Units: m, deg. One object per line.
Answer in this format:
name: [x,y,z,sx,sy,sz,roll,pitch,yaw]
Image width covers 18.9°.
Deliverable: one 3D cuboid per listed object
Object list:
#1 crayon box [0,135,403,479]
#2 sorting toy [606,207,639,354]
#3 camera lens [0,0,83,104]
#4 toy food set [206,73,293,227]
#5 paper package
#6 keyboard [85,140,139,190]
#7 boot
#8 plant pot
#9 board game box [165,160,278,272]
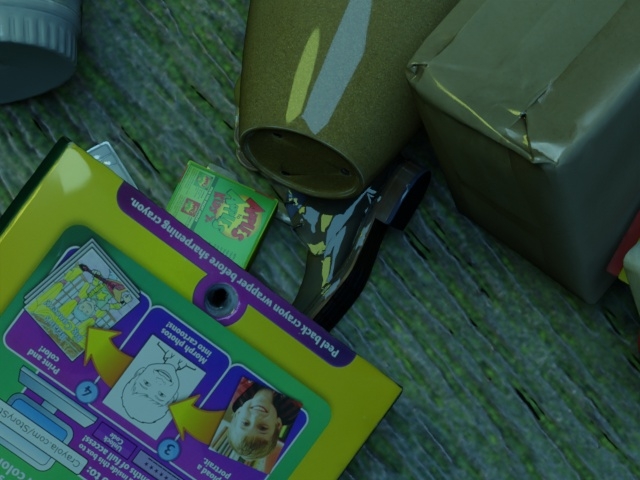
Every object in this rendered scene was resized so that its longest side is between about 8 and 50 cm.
crayon box: [-0.167,0.143,1.651,0.363,0.106,0.313,37,88,-13]
sorting toy: [0.367,0.012,1.712,0.255,0.257,0.089,-41,44,-16]
camera lens: [-0.333,-0.280,1.758,0.219,0.219,0.274,-6,77,-3]
toy food set: [-0.024,-0.114,1.819,0.132,0.038,0.192,25,78,4]
paper package: [0.248,-0.146,1.673,0.168,0.325,0.309,37,80,24]
keyboard: [-0.166,0.028,1.797,0.072,0.014,0.256,-31,80,-8]
boot: [0.000,0.000,1.778,0.106,0.082,0.219,35,87,17]
plant pot: [0.029,-0.172,1.711,0.237,0.237,0.254,20,67,3]
board game box: [-0.118,0.028,1.770,0.092,0.043,0.181,24,77,3]
